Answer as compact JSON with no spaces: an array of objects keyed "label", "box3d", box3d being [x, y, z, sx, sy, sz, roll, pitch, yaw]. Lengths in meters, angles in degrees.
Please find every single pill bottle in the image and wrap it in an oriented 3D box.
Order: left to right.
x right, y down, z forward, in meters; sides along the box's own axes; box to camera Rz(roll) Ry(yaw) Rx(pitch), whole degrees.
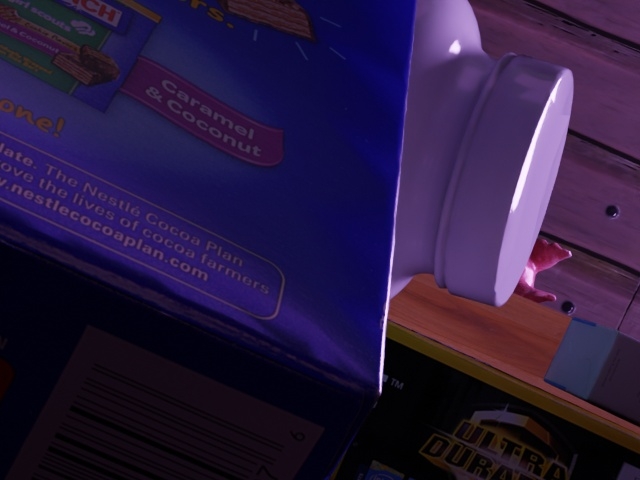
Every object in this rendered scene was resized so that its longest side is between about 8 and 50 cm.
[{"label":"pill bottle","box3d":[-0.043,-0.073,0.980,0.323,0.181,0.181,17,-3,14]}]

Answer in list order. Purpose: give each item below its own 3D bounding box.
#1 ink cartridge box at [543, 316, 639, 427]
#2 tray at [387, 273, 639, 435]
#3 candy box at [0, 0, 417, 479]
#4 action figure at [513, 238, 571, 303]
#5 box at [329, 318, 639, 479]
[{"label":"ink cartridge box","box3d":[0.130,0.059,0.700,0.083,0.028,0.048,26,-1,-13]},{"label":"tray","box3d":[0.091,0.086,1.072,0.411,0.076,0.203,23,19,19]},{"label":"candy box","box3d":[-0.111,-0.062,0.561,0.268,0.122,0.317,26,32,-10]},{"label":"action figure","box3d":[0.000,0.000,1.417,0.370,0.275,0.248,-3,11,12]},{"label":"box","box3d":[0.081,0.097,0.779,0.257,0.079,0.322,22,-2,18]}]
